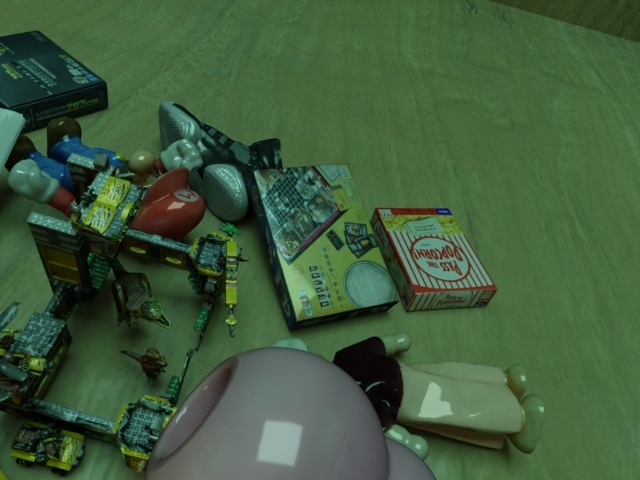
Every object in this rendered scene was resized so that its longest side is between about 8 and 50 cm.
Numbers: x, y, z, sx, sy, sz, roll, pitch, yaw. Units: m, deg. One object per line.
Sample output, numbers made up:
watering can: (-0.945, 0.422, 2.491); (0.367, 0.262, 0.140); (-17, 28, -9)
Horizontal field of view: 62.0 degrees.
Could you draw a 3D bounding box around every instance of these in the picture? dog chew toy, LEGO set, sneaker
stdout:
dog chew toy: (0.015, 0.247, 0.467); (0.332, 0.207, 0.206); (43, 41, -13)
LEGO set: (-0.211, 0.063, 0.560); (0.255, 0.192, 0.331); (24, 54, 0)
sneaker: (-0.163, -0.151, 0.921); (0.153, 0.101, 0.268); (-23, 61, -36)

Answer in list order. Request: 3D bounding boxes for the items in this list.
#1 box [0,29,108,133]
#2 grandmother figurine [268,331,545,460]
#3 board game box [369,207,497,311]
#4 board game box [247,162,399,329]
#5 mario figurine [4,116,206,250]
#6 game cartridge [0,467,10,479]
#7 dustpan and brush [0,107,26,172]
box: (-0.538, -0.297, 0.976); (0.233, 0.059, 0.183); (37, 47, 21)
grandmother figurine: (0.088, 0.187, 0.652); (0.343, 0.103, 0.208); (10, 15, -4)
board game box: (0.180, 0.025, 0.882); (0.147, 0.045, 0.193); (-2, 46, -19)
board game box: (0.000, 0.000, 0.799); (0.165, 0.042, 0.243); (-7, 66, -25)
mario figurine: (-0.302, -0.108, 0.766); (0.321, 0.170, 0.198); (24, 76, 18)
game cartridge: (-0.439, 0.249, 0.441); (0.324, 0.052, 0.285); (35, 45, 21)
dustpan and brush: (-0.523, -0.136, 0.727); (0.211, 0.060, 0.147); (21, 80, -7)
